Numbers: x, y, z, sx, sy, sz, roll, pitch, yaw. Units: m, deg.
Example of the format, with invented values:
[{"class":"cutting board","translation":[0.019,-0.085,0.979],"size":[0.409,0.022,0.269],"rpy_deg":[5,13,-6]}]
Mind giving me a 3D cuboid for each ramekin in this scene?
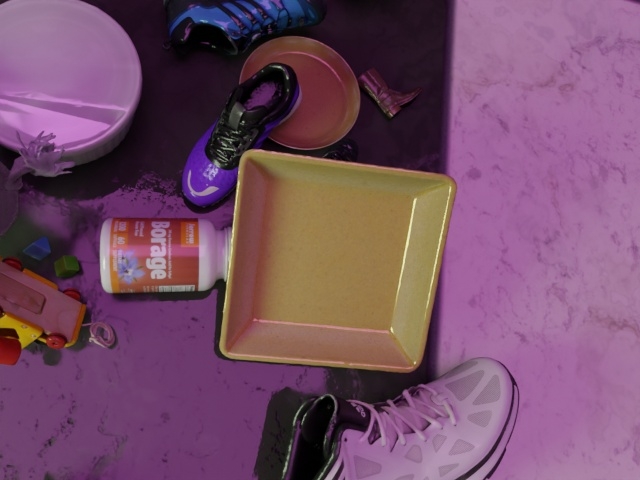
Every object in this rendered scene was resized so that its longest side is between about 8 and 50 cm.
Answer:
[{"class":"ramekin","translation":[-0.431,-0.247,0.906],"size":[0.273,0.127,0.273],"rpy_deg":[4,76,-14]}]

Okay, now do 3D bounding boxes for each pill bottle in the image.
[{"class":"pill bottle","translation":[-0.237,0.023,0.894],"size":[0.216,0.121,0.121],"rpy_deg":[-1,77,-14]}]

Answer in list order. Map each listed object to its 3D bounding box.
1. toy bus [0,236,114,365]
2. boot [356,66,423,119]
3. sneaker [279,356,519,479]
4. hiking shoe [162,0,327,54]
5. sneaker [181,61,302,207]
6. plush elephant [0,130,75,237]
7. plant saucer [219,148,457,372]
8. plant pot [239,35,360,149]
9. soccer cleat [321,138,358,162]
[{"class":"toy bus","translation":[-0.448,0.111,0.827],"size":[0.104,0.191,0.202],"rpy_deg":[-31,84,24]},{"class":"boot","translation":[0.139,-0.316,1.119],"size":[0.106,0.037,0.114],"rpy_deg":[-40,84,-21]},{"class":"sneaker","translation":[0.126,0.294,0.845],"size":[0.447,0.169,0.257],"rpy_deg":[-39,124,-18]},{"class":"hiking shoe","translation":[-0.137,-0.402,1.029],"size":[0.304,0.113,0.132],"rpy_deg":[-4,75,-4]},{"class":"sneaker","translation":[-0.143,-0.190,0.935],"size":[0.102,0.146,0.293],"rpy_deg":[37,86,-1]},{"class":"plush elephant","translation":[-0.543,-0.073,0.729],"size":[0.330,0.255,0.272],"rpy_deg":[-39,128,-49]},{"class":"plant saucer","translation":[0.021,0.035,0.887],"size":[0.332,0.081,0.333],"rpy_deg":[7,103,-8]},{"class":"plant pot","translation":[-0.040,-0.281,1.064],"size":[0.236,0.032,0.236],"rpy_deg":[3,77,-13]},{"class":"soccer cleat","translation":[0.015,-0.129,1.020],"size":[0.060,0.072,0.179],"rpy_deg":[43,71,-2]}]
